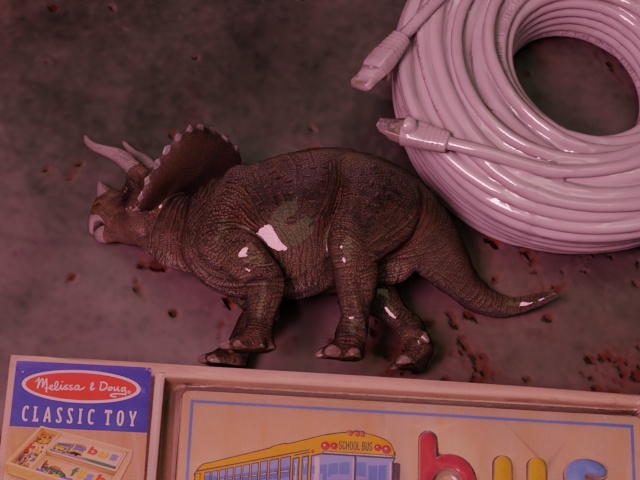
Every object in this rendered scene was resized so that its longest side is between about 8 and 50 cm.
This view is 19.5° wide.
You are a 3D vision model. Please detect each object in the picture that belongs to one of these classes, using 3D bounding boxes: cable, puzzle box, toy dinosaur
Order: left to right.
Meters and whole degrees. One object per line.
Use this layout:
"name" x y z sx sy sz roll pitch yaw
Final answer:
"toy dinosaur" 0.000 0.000 1.179 0.313 0.121 0.160 0 78 0
"puzzle box" 0.005 0.211 1.114 0.409 0.052 0.272 3 64 -3
"cable" 0.176 -0.109 1.262 0.257 0.089 0.257 29 65 8
